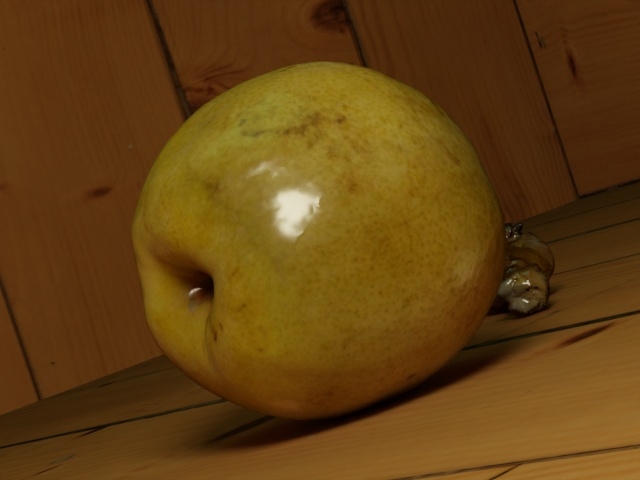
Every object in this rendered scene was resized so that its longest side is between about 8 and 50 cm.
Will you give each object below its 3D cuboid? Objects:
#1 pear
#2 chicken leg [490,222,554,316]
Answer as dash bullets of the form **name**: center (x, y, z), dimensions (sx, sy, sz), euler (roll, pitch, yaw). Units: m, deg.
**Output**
- **pear**: center (0.000, 0.000, 1.543), dimensions (0.314, 0.314, 0.314), euler (-18, 1, 0)
- **chicken leg**: center (0.207, 0.042, 1.985), dimensions (0.107, 0.087, 0.251), euler (-39, 7, 4)
